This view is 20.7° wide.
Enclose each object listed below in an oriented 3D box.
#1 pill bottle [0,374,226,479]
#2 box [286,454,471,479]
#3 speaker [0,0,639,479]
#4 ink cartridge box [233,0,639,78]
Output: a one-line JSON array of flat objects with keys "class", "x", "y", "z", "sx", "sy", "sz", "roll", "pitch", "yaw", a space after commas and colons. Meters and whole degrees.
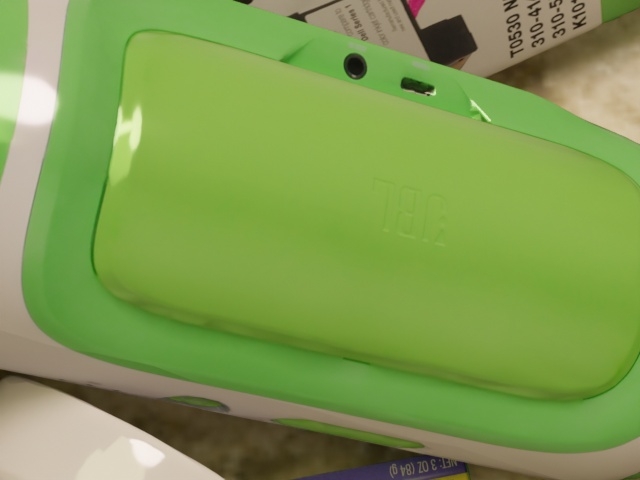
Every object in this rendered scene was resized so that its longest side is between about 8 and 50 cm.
[{"class": "pill bottle", "x": -0.120, "y": 0.186, "z": 0.548, "sx": 0.152, "sy": 0.152, "sz": 0.272, "roll": 25, "pitch": 74, "yaw": 13}, {"class": "box", "x": 0.018, "y": 0.171, "z": 0.618, "sx": 0.105, "sy": 0.043, "sz": 0.179, "roll": -11, "pitch": 67, "yaw": -1}, {"class": "speaker", "x": 0.000, "y": 0.000, "z": 0.585, "sx": 0.296, "sy": 0.131, "sz": 0.131, "roll": 14, "pitch": 64, "yaw": -24}, {"class": "ink cartridge box", "x": 0.005, "y": -0.146, "z": 0.654, "sx": 0.278, "sy": 0.201, "sz": 0.117, "roll": -25, "pitch": 54, "yaw": -4}]
